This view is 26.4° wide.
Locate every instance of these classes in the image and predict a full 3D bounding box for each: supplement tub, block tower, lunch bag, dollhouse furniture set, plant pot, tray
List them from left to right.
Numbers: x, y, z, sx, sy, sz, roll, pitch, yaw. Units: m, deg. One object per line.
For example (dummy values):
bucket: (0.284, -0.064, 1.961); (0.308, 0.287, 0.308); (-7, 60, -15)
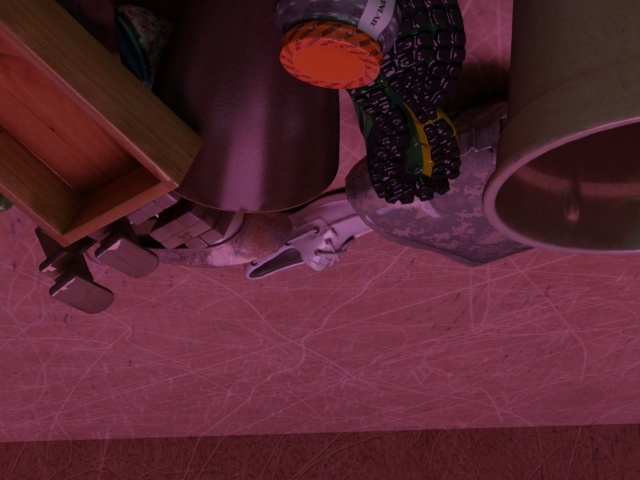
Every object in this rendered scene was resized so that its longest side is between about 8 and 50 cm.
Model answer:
tray: (-0.327, -0.177, 1.305); (0.202, 0.076, 0.411); (-23, 121, 43)
block tower: (-0.240, -0.119, 1.501); (0.335, 0.097, 0.091); (40, 141, -22)
dollhouse furniture set: (-0.243, -0.051, 1.713); (0.242, 0.212, 0.161); (-38, 147, 11)
plant pot: (-0.071, -0.184, 1.389); (0.215, 0.215, 0.230); (1, 130, -10)
supplement tub: (0.022, -0.243, 1.242); (0.117, 0.190, 0.117); (7, 158, 3)
lunch bag: (0.200, -0.083, 1.731); (0.235, 0.169, 0.287); (-19, 158, 36)
plant pot: (0.308, -0.184, 1.288); (0.333, 0.306, 0.334); (-2, 158, -1)

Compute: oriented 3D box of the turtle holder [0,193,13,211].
turtle holder: (-0.527, -0.033, 1.589); (0.227, 0.320, 0.243); (16, 175, 28)

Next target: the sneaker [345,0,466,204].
sneaker: (0.074, -0.194, 1.483); (0.134, 0.146, 0.344); (-12, 143, -6)

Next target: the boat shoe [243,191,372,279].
boat shoe: (0.000, 0.000, 2.019); (0.277, 0.096, 0.098); (-18, 154, 34)

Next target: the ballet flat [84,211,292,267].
ballet flat: (-0.202, -0.018, 1.951); (0.316, 0.108, 0.106); (-7, 145, 9)

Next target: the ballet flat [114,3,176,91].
ballet flat: (-0.183, -0.205, 1.518); (0.077, 0.091, 0.241); (-30, 168, -13)
